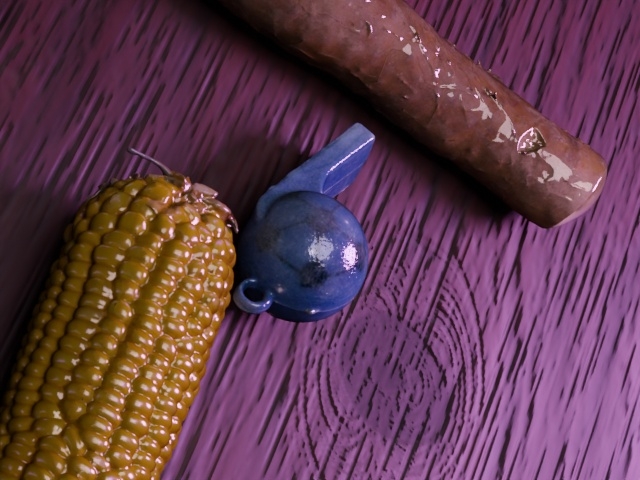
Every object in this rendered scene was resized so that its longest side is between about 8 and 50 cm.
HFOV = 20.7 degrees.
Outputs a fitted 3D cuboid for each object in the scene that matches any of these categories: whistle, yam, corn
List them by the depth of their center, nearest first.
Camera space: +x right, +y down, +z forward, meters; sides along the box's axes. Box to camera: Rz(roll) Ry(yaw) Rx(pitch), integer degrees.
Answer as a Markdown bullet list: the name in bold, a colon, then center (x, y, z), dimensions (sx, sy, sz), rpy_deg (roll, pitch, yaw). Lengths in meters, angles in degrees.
- **corn**: center (-0.127, 0.099, 0.968), dimensions (0.106, 0.106, 0.305), rpy_deg (31, 62, -24)
- **whistle**: center (0.000, 0.000, 1.098), dimensions (0.158, 0.090, 0.090), rpy_deg (-38, 99, -37)
- **yam**: center (0.052, -0.118, 1.172), dimensions (0.357, 0.081, 0.081), rpy_deg (35, 60, -20)
